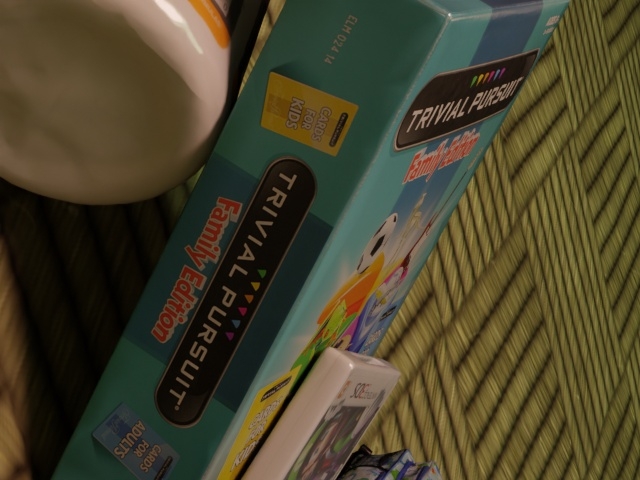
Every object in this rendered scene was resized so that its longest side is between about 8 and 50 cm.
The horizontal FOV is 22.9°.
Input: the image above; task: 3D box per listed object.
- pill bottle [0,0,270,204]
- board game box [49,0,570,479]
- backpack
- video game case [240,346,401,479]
[{"bbox_3d":[-0.099,-0.164,0.843,0.278,0.162,0.162,-76,148,-44],"label":"pill bottle"},{"bbox_3d":[0.000,0.000,0.874,0.336,0.079,0.254,-62,167,20],"label":"board game box"},{"bbox_3d":[0.049,0.213,1.161,0.114,0.084,0.105,-30,107,-63],"label":"backpack"},{"bbox_3d":[-0.023,0.149,0.910,0.190,0.022,0.173,-57,167,1],"label":"video game case"}]
